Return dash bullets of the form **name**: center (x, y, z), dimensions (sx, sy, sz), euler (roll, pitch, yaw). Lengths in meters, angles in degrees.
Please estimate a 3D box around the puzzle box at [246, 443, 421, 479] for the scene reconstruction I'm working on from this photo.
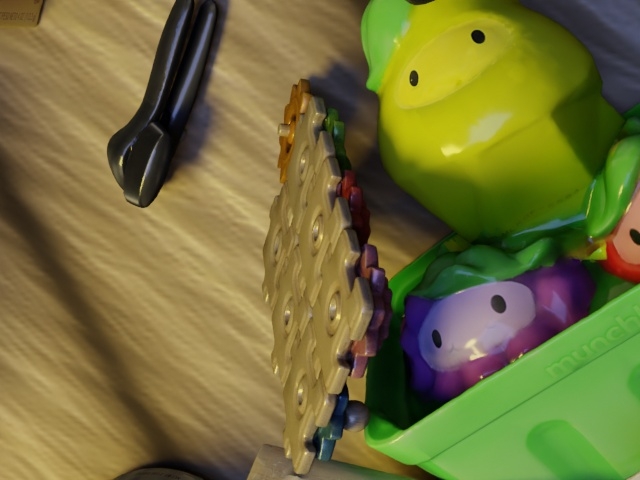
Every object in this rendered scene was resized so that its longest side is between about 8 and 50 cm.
- **puzzle box**: center (0.084, 0.327, 0.872), dimensions (0.272, 0.052, 0.409), euler (12, 135, 13)

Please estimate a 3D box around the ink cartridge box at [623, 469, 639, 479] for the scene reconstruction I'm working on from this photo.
- **ink cartridge box**: center (0.370, 0.125, 0.737), dimensions (0.307, 0.303, 0.072), euler (-37, 56, 10)

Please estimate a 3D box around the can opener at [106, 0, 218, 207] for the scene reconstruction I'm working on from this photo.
- **can opener**: center (-0.128, -0.119, 0.950), dimensions (0.073, 0.059, 0.186), euler (25, 97, 37)

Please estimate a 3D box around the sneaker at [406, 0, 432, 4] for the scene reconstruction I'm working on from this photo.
- **sneaker**: center (0.098, -0.318, 0.770), dimensions (0.178, 0.124, 0.295), euler (39, 83, 14)

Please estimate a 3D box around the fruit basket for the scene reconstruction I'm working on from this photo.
- **fruit basket**: center (0.163, -0.029, 0.796), dimensions (0.392, 0.283, 0.392), euler (1, 115, 3)

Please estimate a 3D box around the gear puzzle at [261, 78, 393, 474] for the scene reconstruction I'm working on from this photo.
- **gear puzzle**: center (0.000, 0.000, 0.825), dimensions (0.044, 0.339, 0.175), euler (7, 127, -15)

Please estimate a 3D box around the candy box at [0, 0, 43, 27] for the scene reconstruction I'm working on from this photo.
- **candy box**: center (-0.298, -0.257, 0.829), dimensions (0.088, 0.316, 0.182), euler (20, 104, 10)

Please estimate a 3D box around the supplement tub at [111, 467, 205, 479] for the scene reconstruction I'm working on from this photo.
- **supplement tub**: center (-0.178, 0.327, 0.908), dimensions (0.194, 0.316, 0.193), euler (3, 101, 14)
